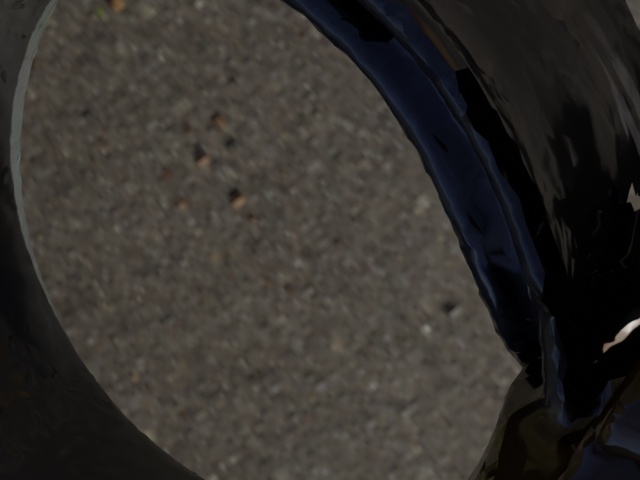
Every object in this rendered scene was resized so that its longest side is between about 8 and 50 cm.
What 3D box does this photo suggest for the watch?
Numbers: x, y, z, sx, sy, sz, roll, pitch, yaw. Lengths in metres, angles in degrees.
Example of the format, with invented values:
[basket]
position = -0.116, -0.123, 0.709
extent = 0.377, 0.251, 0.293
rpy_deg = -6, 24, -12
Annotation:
[watch]
position = 0.000, 0.000, 0.602
extent = 0.335, 0.327, 0.314
rpy_deg = -64, 169, 28
